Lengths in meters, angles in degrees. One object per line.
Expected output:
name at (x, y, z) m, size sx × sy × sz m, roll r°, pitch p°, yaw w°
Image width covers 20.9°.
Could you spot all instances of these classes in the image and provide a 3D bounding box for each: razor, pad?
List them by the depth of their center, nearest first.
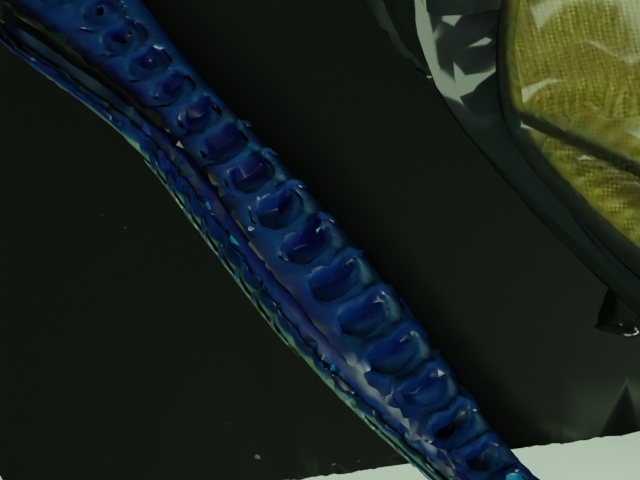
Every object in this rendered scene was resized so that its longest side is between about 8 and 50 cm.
razor at (-0.001, 0.008, 0.445) m, size 0.324 × 0.093 × 0.056 m, roll 43°, pitch 150°, yaw 25°
pad at (0.015, 0.058, 0.501) m, size 0.250 × 0.055 × 0.323 m, roll -11°, pitch 106°, yaw 31°

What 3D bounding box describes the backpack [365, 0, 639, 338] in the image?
backpack at (0.110, -0.064, 0.343) m, size 0.258 × 0.133 × 0.206 m, roll 40°, pitch 117°, yaw 12°
